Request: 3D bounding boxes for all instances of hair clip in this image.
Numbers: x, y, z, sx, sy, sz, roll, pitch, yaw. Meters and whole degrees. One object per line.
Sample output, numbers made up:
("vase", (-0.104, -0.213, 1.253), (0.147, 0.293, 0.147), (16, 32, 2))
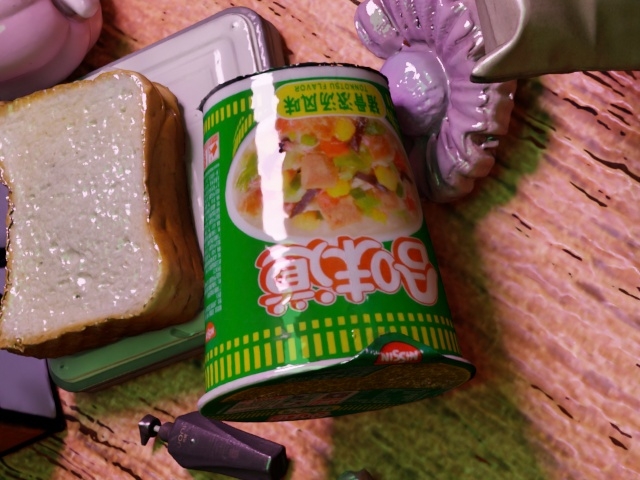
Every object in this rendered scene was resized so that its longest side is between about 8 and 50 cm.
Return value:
("hair clip", (0.116, -0.167, 1.442), (0.300, 0.069, 0.173), (-54, 53, 10))

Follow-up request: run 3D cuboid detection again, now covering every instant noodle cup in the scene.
("instant noodle cup", (0.000, 0.000, 1.386), (0.207, 0.207, 0.232), (-15, 73, 28))

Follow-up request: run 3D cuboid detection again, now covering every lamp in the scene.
("lamp", (-0.132, -0.031, 1.577), (0.269, 0.047, 0.266), (-22, 71, 27))

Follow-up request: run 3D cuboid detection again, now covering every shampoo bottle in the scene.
("shampoo bottle", (-0.088, 0.164, 1.514), (0.137, 0.027, 0.048), (13, 83, 34))

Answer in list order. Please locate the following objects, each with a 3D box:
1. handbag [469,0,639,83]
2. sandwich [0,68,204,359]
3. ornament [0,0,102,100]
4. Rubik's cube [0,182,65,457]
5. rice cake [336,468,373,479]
("handbag", (0.196, -0.262, 1.339), (0.253, 0.109, 0.315), (-5, 71, -15))
("sandwich", (-0.190, -0.021, 1.544), (0.186, 0.065, 0.214), (-14, 74, 29))
("ornament", (-0.267, -0.212, 1.632), (0.177, 0.177, 0.177), (-8, 74, 30))
("Rubik's cube", (-0.428, 0.065, 1.598), (0.283, 0.293, 0.288), (-24, 68, 23))
("rice cake", (0.050, 0.268, 1.399), (0.047, 0.036, 0.206), (-34, 63, 32))
